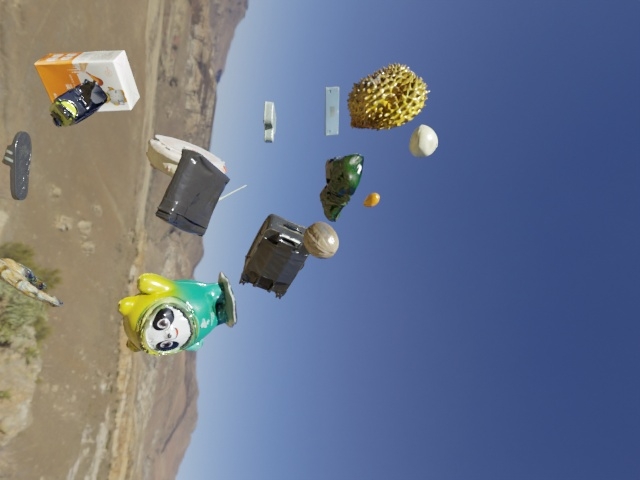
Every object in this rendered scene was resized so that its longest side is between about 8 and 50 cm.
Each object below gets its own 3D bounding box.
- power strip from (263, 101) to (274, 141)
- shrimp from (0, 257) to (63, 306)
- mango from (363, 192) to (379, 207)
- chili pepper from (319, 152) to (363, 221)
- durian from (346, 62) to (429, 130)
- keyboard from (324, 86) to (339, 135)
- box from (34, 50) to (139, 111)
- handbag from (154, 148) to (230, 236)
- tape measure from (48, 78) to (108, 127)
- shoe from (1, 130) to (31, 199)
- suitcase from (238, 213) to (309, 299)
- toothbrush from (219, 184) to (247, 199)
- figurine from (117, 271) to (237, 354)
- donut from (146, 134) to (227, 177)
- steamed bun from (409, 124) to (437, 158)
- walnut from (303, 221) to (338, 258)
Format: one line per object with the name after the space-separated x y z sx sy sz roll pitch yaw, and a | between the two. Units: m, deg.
-0.286 -0.643 2.401 0.265 0.060 0.193 164 -71 -86 | power strip
-0.914 0.152 1.376 0.071 0.233 0.365 -53 -176 -22 | shrimp
0.245 -0.193 2.087 0.089 0.046 0.059 -32 -109 26 | mango
0.057 -0.187 1.483 0.264 0.116 0.148 119 -16 -46 | chili pepper
0.198 -0.432 1.267 0.183 0.250 0.137 51 -10 45 | durian
0.042 -0.478 1.599 0.014 0.056 0.176 -126 -149 -56 | keyboard
-1.004 -0.686 1.872 0.143 0.342 0.224 -94 180 -49 | box
-0.371 -0.133 1.293 0.247 0.080 0.222 48 60 -74 | handbag
-0.892 -0.489 1.563 0.186 0.112 0.199 -9 -147 44 | tape measure
-0.794 -0.195 1.115 0.071 0.049 0.179 -129 -134 -81 | shoe
-0.218 0.082 2.188 0.433 0.283 0.194 -58 -163 34 | suitcase
-0.522 -0.233 2.305 0.026 0.295 0.028 2 -64 66 | toothbrush
-0.459 0.234 1.390 0.231 0.340 0.323 36 -50 52 | figurine
-0.644 -0.373 2.068 0.142 0.383 0.382 -65 -157 15 | donut
0.419 -0.399 1.740 0.091 0.112 0.129 22 -107 43 | steamed bun
0.001 0.000 1.760 0.162 0.140 0.140 64 -37 44 | walnut
